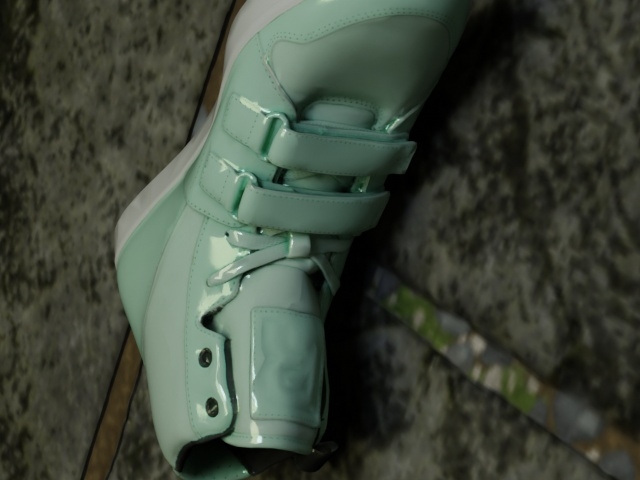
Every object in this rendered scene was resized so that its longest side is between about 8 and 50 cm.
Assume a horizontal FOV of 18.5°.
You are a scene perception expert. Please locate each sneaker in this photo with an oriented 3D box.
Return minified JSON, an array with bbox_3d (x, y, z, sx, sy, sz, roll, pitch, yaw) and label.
[{"bbox_3d":[0.000,0.000,0.787,0.256,0.094,0.151,-52,43,45],"label":"sneaker"}]
